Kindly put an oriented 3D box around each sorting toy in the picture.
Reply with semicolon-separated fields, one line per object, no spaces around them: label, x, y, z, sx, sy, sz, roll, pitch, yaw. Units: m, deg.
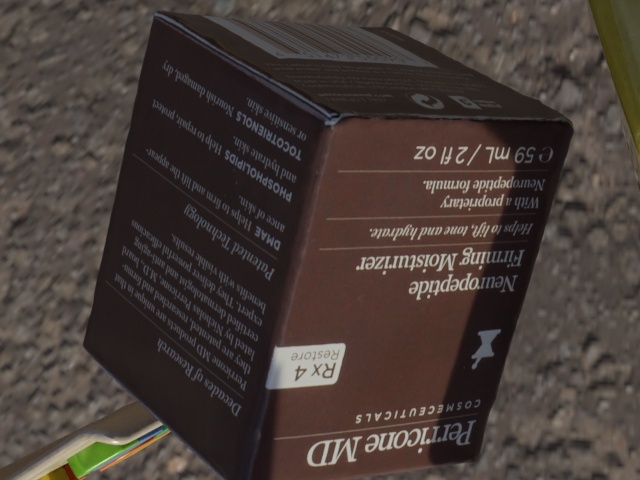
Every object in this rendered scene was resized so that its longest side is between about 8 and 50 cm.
sorting toy;-0.153;0.147;1.266;0.208;0.193;0.038;-28;88;39

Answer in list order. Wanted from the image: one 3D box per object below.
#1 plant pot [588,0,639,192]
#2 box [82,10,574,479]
plant pot;0.219;-0.096;0.766;0.212;0.187;0.212;-6;149;16
box;0.000;0.000;0.920;0.167;0.168;0.203;34;118;45
